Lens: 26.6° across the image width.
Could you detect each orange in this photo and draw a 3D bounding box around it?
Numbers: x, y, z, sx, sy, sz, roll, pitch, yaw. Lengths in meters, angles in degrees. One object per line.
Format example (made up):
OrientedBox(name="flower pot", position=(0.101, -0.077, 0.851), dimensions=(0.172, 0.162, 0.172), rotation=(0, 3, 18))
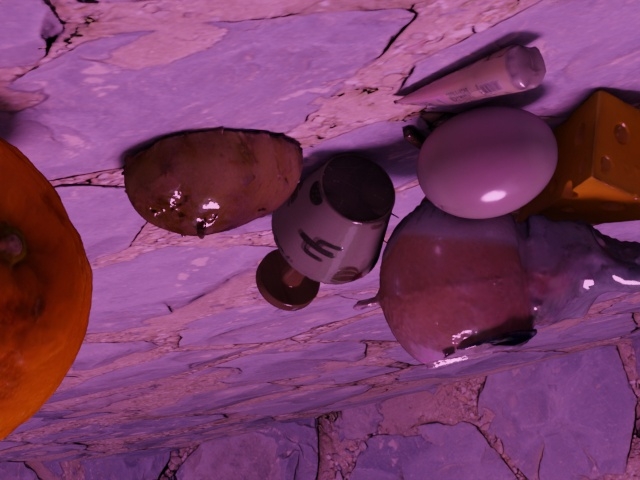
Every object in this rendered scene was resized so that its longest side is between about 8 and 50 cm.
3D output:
OrientedBox(name="orange", position=(-0.305, 0.040, 1.035), dimensions=(0.261, 0.261, 0.261), rotation=(-10, 167, -2))

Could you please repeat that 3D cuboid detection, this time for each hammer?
OrientedBox(name="hammer", position=(0.141, -0.078, 1.409), dimensions=(0.058, 0.029, 0.292), rotation=(-17, 164, 20))

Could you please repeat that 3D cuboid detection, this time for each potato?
OrientedBox(name="potato", position=(-0.088, -0.045, 1.218), dimensions=(0.172, 0.089, 0.100), rotation=(-6, 164, -12))

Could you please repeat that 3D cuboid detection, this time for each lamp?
OrientedBox(name="lamp", position=(0.000, 0.000, 1.396), dimensions=(0.121, 0.121, 0.214), rotation=(-4, 154, -27))

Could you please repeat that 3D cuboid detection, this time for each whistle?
OrientedBox(name="whistle", position=(0.201, 0.026, 1.339), dimensions=(0.348, 0.189, 0.189), rotation=(-9, 167, 8))

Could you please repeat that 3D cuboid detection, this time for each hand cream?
OrientedBox(name="hand cream", position=(0.130, -0.134, 1.150), dimensions=(0.061, 0.039, 0.143), rotation=(-8, 178, -40))

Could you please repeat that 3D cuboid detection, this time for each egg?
OrientedBox(name="egg", position=(0.155, -0.073, 1.258), dimensions=(0.135, 0.103, 0.103), rotation=(-15, 166, 23))

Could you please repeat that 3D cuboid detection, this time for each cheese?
OrientedBox(name="cheese", position=(0.259, -0.069, 1.360), dimensions=(0.126, 0.093, 0.171), rotation=(19, 161, -31))

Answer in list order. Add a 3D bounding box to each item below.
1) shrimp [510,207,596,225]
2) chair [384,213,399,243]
OrientedBox(name="shrimp", position=(0.326, -0.064, 1.556), dimensions=(0.253, 0.058, 0.173), rotation=(-11, 159, -15))
OrientedBox(name="chair", position=(0.044, -0.029, 1.522), dimensions=(0.086, 0.042, 0.037), rotation=(24, -173, 34))
